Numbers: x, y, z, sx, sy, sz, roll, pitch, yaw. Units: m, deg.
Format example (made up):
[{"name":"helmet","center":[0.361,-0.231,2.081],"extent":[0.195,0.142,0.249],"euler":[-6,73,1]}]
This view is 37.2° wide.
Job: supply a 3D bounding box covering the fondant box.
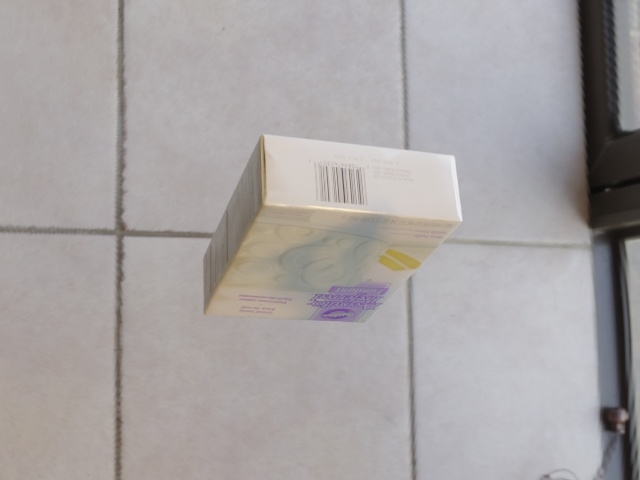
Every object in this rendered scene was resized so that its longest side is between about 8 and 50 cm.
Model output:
[{"name":"fondant box","center":[0.000,0.000,1.192],"extent":[0.238,0.330,0.096],"euler":[4,64,-17]}]
